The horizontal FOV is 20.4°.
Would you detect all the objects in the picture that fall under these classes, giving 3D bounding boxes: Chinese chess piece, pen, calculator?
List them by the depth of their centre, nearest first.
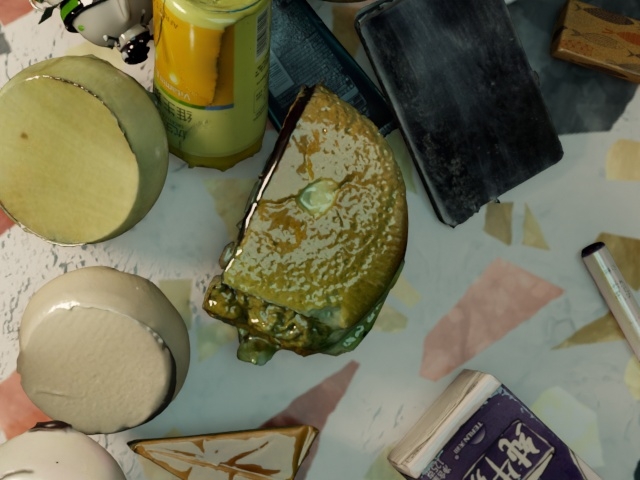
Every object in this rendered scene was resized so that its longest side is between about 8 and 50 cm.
[{"bbox_3d":[-0.241,-0.089,1.751,0.188,0.083,0.188,8,114,19],"label":"Chinese chess piece"},{"bbox_3d":[0.149,-0.154,1.846,0.161,0.021,0.262,-29,116,-10],"label":"calculator"},{"bbox_3d":[0.355,0.123,1.912,0.033,0.033,0.269,-30,94,-9],"label":"pen"}]

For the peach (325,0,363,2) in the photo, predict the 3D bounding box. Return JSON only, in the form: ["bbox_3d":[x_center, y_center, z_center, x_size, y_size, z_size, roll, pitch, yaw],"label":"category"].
[{"bbox_3d":[0.019,-0.384,1.743,0.247,0.292,0.292,16,84,34],"label":"peach"}]

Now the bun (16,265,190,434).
[{"bbox_3d":[-0.211,0.098,1.768,0.173,0.120,0.173,3,120,5],"label":"bun"}]

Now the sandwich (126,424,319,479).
[{"bbox_3d":[-0.100,0.202,1.809,0.163,0.079,0.113,31,82,-6],"label":"sandwich"}]

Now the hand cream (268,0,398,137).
[{"bbox_3d":[-0.036,-0.195,1.844,0.120,0.061,0.270,-37,100,-7],"label":"hand cream"}]

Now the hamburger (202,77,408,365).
[{"bbox_3d":[0.000,0.000,1.780,0.192,0.167,0.288,26,90,-12],"label":"hamburger"}]

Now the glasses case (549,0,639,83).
[{"bbox_3d":[0.334,-0.202,1.914,0.170,0.041,0.064,16,74,-9],"label":"glasses case"}]

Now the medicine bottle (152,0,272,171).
[{"bbox_3d":[-0.107,-0.175,1.744,0.124,0.239,0.124,3,49,-3],"label":"medicine bottle"}]

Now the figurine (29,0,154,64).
[{"bbox_3d":[-0.224,-0.261,1.775,0.126,0.147,0.192,-30,81,5],"label":"figurine"}]

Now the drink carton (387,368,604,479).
[{"bbox_3d":[0.198,0.256,1.850,0.222,0.102,0.134,44,80,-8],"label":"drink carton"}]

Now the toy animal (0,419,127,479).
[{"bbox_3d":[-0.236,0.313,1.716,0.267,0.212,0.212,38,83,-10],"label":"toy animal"}]
